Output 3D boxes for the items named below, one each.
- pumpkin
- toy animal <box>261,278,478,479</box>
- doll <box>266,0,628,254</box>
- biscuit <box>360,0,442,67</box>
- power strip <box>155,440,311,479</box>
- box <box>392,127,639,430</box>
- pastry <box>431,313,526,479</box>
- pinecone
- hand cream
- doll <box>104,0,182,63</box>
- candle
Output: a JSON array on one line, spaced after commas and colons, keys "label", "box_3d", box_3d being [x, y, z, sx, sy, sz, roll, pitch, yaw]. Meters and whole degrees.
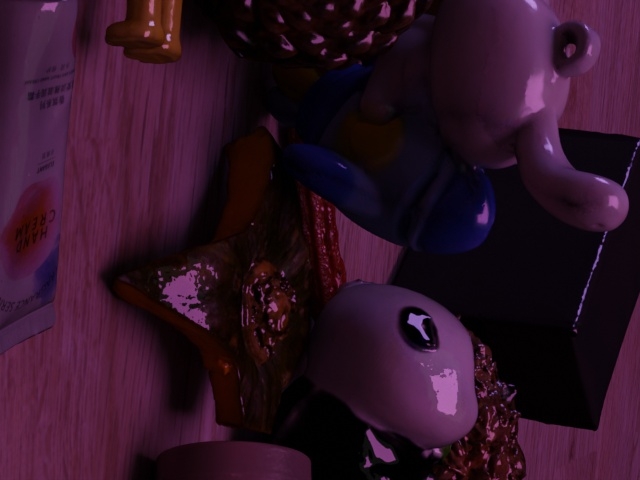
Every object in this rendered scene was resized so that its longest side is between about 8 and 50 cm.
[{"label": "pumpkin", "box_3d": [-0.081, 0.059, 1.885, 0.290, 0.095, 0.258, -59, 143, -50]}, {"label": "toy animal", "box_3d": [0.059, 0.182, 2.051, 0.266, 0.212, 0.212, -57, 155, 2]}, {"label": "doll", "box_3d": [0.114, -0.118, 1.886, 0.187, 0.365, 0.376, 46, 32, -32]}, {"label": "biscuit", "box_3d": [0.096, -0.219, 2.132, 0.049, 0.197, 0.301, 26, 96, -25]}, {"label": "power strip", "box_3d": [-0.085, 0.241, 1.847, 0.154, 0.154, 0.078, 43, 44, -62]}, {"label": "box", "box_3d": [0.262, 0.041, 2.471, 0.204, 0.251, 0.345, 73, 33, -43]}, {"label": "pastry", "box_3d": [0.115, 0.210, 2.238, 0.193, 0.275, 0.275, -24, 129, -14]}, {"label": "pinecone", "box_3d": [-0.012, -0.263, 1.809, 0.257, 0.243, 0.243, 159, -56, -70]}, {"label": "hand cream", "box_3d": [-0.234, -0.073, 1.540, 0.124, 0.078, 0.340, -34, 131, -61]}, {"label": "doll", "box_3d": [-0.126, -0.335, 1.619, 0.199, 0.145, 0.363, 30, 64, -80]}, {"label": "candle", "box_3d": [0.000, 0.000, 2.116, 0.051, 0.048, 0.329, -97, -179, -62]}]
